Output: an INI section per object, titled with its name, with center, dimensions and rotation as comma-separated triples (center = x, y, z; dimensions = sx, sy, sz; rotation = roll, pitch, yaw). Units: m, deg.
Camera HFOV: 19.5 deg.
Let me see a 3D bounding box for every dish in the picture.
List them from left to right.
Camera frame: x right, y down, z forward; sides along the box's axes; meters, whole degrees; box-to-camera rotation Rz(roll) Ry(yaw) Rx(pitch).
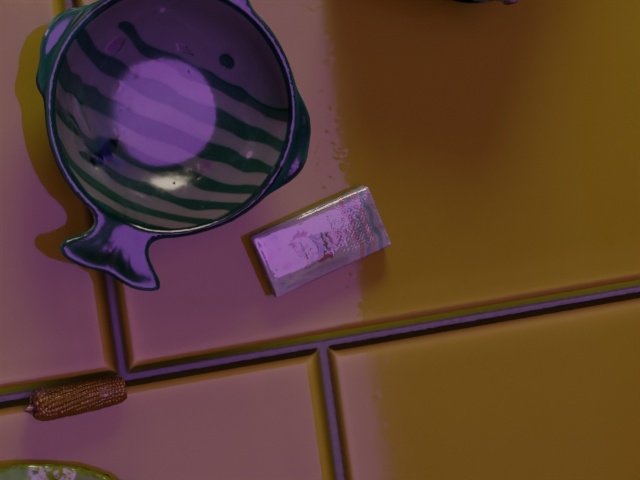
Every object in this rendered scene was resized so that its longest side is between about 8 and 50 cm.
[dish]
center = -0.127, -0.087, 1.453
dimensions = 0.224, 0.078, 0.246
rotation = 24, 84, -15

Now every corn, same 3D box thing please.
[corn]
center = -0.193, 0.123, 1.466
dimensions = 0.083, 0.027, 0.028
rotation = -12, 102, -18

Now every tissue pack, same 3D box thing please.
[tissue pack]
center = 0.000, 0.000, 1.520
dimensions = 0.108, 0.023, 0.056
rotation = -25, 98, -13

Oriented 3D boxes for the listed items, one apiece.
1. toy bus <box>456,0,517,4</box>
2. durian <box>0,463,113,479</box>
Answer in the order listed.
[toy bus]
center = 0.123, -0.332, 1.492
dimensions = 0.164, 0.133, 0.276
rotation = 21, 87, -15
[durian]
center = -0.192, 0.223, 1.430
dimensions = 0.215, 0.100, 0.086
rotation = 7, 93, -10
